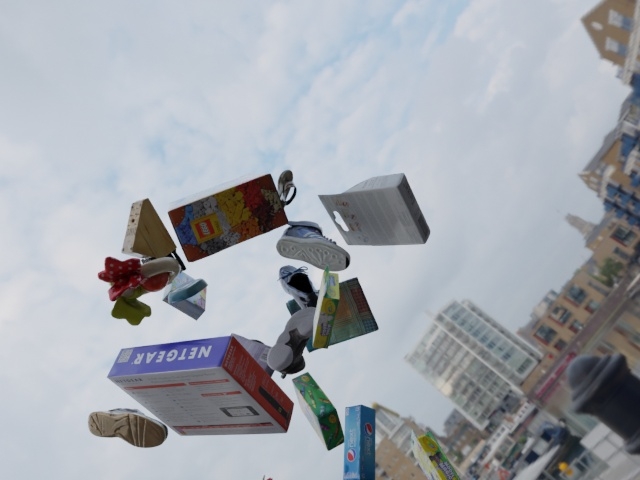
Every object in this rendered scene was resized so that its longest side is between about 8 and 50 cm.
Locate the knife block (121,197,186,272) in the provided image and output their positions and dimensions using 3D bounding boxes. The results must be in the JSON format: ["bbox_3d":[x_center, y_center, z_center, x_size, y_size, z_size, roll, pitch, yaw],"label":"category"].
[{"bbox_3d":[-0.587,0.008,1.890,0.242,0.088,0.276,19,-108,-44],"label":"knife block"}]

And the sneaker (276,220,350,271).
[{"bbox_3d":[0.000,0.000,2.108,0.236,0.322,0.130,-52,-31,-53],"label":"sneaker"}]

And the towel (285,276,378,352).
[{"bbox_3d":[0.049,0.343,2.347,0.370,0.272,0.040,-21,8,20],"label":"towel"}]

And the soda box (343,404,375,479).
[{"bbox_3d":[0.116,0.602,1.527,0.067,0.210,0.071,-25,-42,38],"label":"soda box"}]

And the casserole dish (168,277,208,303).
[{"bbox_3d":[-0.495,0.184,1.923,0.114,0.037,0.188,-16,8,16],"label":"casserole dish"}]

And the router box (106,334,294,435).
[{"bbox_3d":[-0.278,0.360,1.235,0.301,0.335,0.082,60,-149,-37],"label":"router box"}]

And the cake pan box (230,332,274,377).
[{"bbox_3d":[-0.308,0.514,2.049,0.267,0.245,0.070,-64,-34,-24],"label":"cake pan box"}]

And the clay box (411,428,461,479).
[{"bbox_3d":[0.329,0.643,1.452,0.053,0.222,0.128,-19,-44,-13],"label":"clay box"}]

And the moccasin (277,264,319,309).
[{"bbox_3d":[-0.081,0.177,2.196,0.137,0.342,0.117,-25,-56,-21],"label":"moccasin"}]

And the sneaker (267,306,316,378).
[{"bbox_3d":[-0.083,0.372,1.860,0.269,0.101,0.153,-52,-32,-24],"label":"sneaker"}]

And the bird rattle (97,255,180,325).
[{"bbox_3d":[-0.461,0.094,1.322,0.206,0.143,0.254,-25,-22,-32],"label":"bird rattle"}]

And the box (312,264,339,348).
[{"bbox_3d":[0.014,0.157,1.234,0.105,0.043,0.179,-89,6,-58],"label":"box"}]

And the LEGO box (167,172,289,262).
[{"bbox_3d":[-0.369,-0.106,1.962,0.372,0.500,0.193,-22,-78,-13],"label":"LEGO box"}]

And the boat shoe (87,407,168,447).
[{"bbox_3d":[-0.583,0.567,1.596,0.092,0.285,0.103,-10,-82,-69],"label":"boat shoe"}]

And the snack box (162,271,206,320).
[{"bbox_3d":[-0.578,0.227,2.213,0.174,0.207,0.070,37,-78,-22],"label":"snack box"}]

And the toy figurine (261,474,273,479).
[{"bbox_3d":[-0.203,0.864,1.439,0.217,0.191,0.362,-33,11,5],"label":"toy figurine"}]

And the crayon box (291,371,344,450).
[{"bbox_3d":[-0.011,0.661,2.019,0.081,0.278,0.166,-22,-66,-17],"label":"crayon box"}]

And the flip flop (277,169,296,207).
[{"bbox_3d":[-0.146,-0.207,2.251,0.277,0.080,0.112,-79,-17,-51],"label":"flip flop"}]

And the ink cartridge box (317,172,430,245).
[{"bbox_3d":[0.219,-0.113,2.111,0.308,0.384,0.091,57,-132,-33],"label":"ink cartridge box"}]
